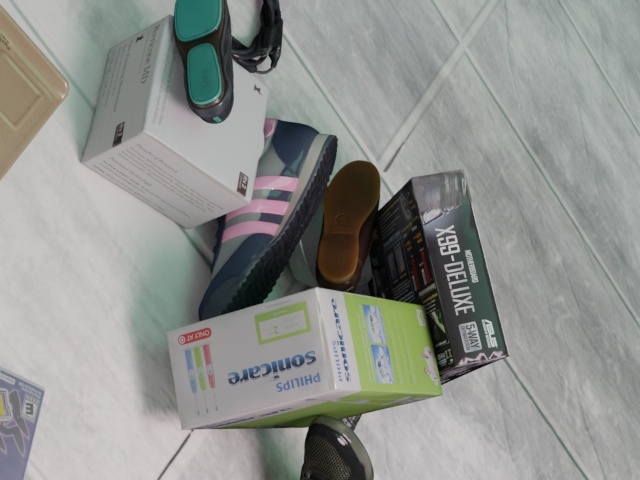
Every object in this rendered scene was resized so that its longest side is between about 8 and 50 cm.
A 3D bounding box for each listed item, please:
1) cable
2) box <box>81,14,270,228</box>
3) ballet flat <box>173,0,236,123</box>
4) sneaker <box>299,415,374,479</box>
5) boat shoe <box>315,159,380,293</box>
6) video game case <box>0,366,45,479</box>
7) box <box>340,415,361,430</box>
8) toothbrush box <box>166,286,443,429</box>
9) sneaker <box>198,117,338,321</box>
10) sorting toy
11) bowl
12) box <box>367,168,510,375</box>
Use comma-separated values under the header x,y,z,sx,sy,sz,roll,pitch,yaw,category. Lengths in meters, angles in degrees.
x,y,z,sx,sy,sz,roll,pitch,yaw,category
-0.113,-0.326,1.889,0.150,0.047,0.185,22,61,-37,cable
-0.171,-0.141,1.669,0.182,0.119,0.181,34,49,-36,box
-0.132,-0.223,1.611,0.074,0.074,0.203,22,50,-43,ballet flat
-0.002,0.321,1.632,0.130,0.087,0.228,-41,144,-45,sneaker
0.034,-0.010,1.819,0.073,0.073,0.207,83,21,-53,boat shoe
-0.373,0.191,1.354,0.201,0.023,0.183,34,50,-37,video game case
0.024,0.208,1.823,0.083,0.018,0.067,52,41,-20,box
-0.012,0.146,1.617,0.283,0.206,0.122,10,66,-60,toothbrush box
-0.097,-0.021,1.738,0.112,0.131,0.319,90,25,-58,sneaker
-0.390,-0.168,1.492,0.193,0.038,0.208,50,47,-23,sorting toy
0.000,0.000,1.862,0.142,0.053,0.142,3,71,-50,bowl
0.139,0.064,1.815,0.076,0.307,0.243,-10,79,-14,box
